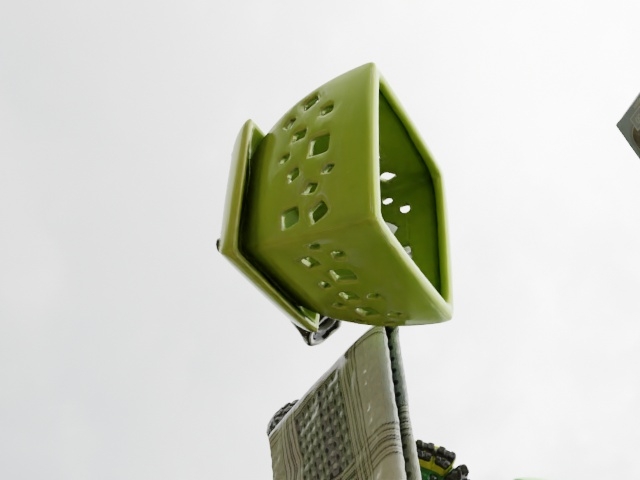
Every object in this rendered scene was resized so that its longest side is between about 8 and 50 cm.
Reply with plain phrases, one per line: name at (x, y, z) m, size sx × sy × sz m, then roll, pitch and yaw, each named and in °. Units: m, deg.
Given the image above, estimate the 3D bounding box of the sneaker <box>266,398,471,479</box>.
sneaker at (0.066, 0.377, 1.355) m, size 0.344 × 0.134 × 0.146 m, roll 22°, pitch -37°, yaw 12°

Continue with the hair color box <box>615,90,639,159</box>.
hair color box at (0.457, -0.147, 0.670) m, size 0.185 × 0.375 × 0.113 m, roll 107°, pitch -37°, yaw -56°

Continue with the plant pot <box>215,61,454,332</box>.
plant pot at (0.016, -0.030, 0.946) m, size 0.207 × 0.227 × 0.228 m, roll -14°, pitch -38°, yaw 23°

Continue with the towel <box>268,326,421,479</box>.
towel at (0.013, 0.299, 0.998) m, size 0.056 × 0.324 × 0.312 m, roll 20°, pitch -49°, yaw -25°

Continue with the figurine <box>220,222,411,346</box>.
figurine at (0.000, 0.000, 1.130) m, size 0.209 × 0.215 × 0.092 m, roll 47°, pitch -14°, yaw 22°

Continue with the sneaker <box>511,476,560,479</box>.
sneaker at (0.166, 0.380, 0.459) m, size 0.185 × 0.482 × 0.202 m, roll -11°, pitch -45°, yaw 17°
